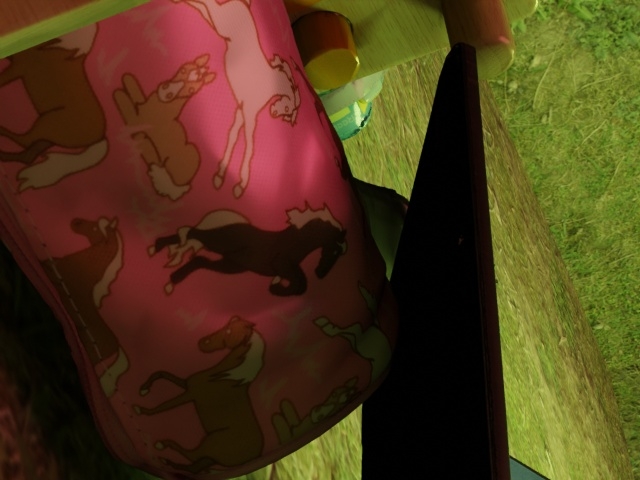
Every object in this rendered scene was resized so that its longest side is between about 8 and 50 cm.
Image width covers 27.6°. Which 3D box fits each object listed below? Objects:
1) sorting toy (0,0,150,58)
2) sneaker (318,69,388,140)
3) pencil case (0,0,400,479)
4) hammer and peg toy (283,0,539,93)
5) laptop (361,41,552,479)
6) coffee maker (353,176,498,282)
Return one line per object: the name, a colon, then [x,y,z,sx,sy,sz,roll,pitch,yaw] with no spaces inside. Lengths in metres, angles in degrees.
sorting toy: [-0.140,-0.161,0.350,0.257,0.255,0.089,64,-23,-1]
sneaker: [-0.027,-0.167,0.977,0.319,0.127,0.208,-41,111,-73]
pencil case: [-0.095,-0.074,0.554,0.160,0.167,0.386,-97,162,-61]
hammer and peg toy: [-0.042,-0.192,0.683,0.361,0.265,0.127,52,24,-53]
laptop: [0.139,0.193,0.617,0.382,0.236,0.408,-88,-174,-45]
coffee maker: [0.000,0.000,0.785,0.178,0.171,0.120,10,62,-73]
